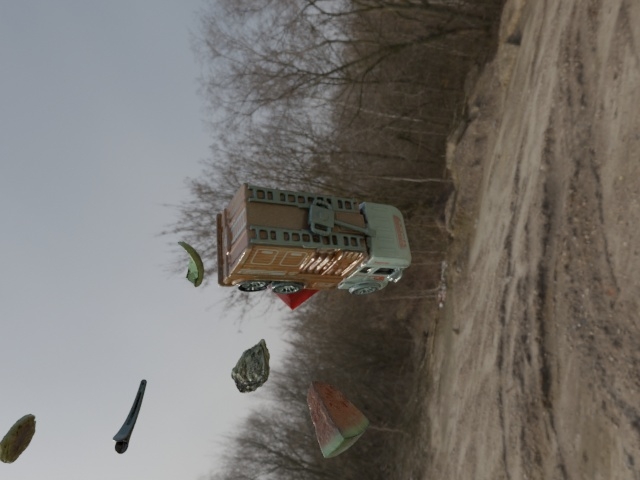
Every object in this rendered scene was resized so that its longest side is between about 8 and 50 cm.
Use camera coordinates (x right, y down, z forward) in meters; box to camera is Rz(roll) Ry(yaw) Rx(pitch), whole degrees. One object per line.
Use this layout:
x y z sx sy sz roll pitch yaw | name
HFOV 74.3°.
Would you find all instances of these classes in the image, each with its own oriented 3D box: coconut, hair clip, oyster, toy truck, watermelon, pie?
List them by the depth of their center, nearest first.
0.000 0.000 0.675 0.162 0.305 0.136 -44 48 54 | toy truck
-0.523 0.344 0.732 0.084 0.019 0.084 -161 90 -89 | pie
-0.393 0.080 1.310 0.055 0.133 0.158 -23 -30 -27 | coconut
-0.585 0.534 1.310 0.229 0.039 0.070 -95 10 -57 | hair clip
-0.221 0.421 1.397 0.177 0.125 0.064 -44 -7 6 | oyster
0.041 0.633 1.546 0.140 0.257 0.193 -48 -34 14 | watermelon

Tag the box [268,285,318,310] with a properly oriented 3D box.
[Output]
-0.115 0.034 1.244 0.197 0.313 0.089 -38 15 22 | box
